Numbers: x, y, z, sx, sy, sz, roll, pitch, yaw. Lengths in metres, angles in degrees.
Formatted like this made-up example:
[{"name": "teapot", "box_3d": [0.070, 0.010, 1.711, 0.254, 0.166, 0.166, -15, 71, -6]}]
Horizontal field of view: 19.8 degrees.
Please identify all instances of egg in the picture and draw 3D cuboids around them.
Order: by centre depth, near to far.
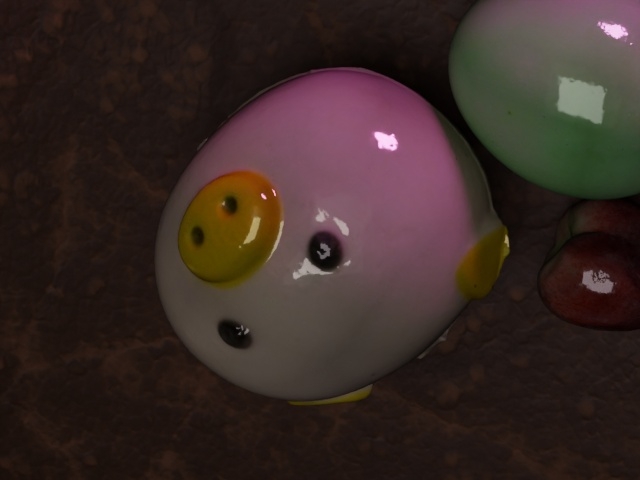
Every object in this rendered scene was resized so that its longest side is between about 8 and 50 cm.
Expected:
[{"name": "egg", "box_3d": [0.259, -0.158, 1.848, 0.270, 0.220, 0.220, 27, 114, 4]}]

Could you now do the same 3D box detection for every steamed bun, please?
[{"name": "steamed bun", "box_3d": [0.003, -0.002, 1.931, 0.334, 0.334, 0.374, 45, 119, -2]}]

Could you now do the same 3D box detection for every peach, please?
[{"name": "peach", "box_3d": [0.312, 0.031, 1.949, 0.152, 0.152, 0.152, 5, 110, 14]}]
